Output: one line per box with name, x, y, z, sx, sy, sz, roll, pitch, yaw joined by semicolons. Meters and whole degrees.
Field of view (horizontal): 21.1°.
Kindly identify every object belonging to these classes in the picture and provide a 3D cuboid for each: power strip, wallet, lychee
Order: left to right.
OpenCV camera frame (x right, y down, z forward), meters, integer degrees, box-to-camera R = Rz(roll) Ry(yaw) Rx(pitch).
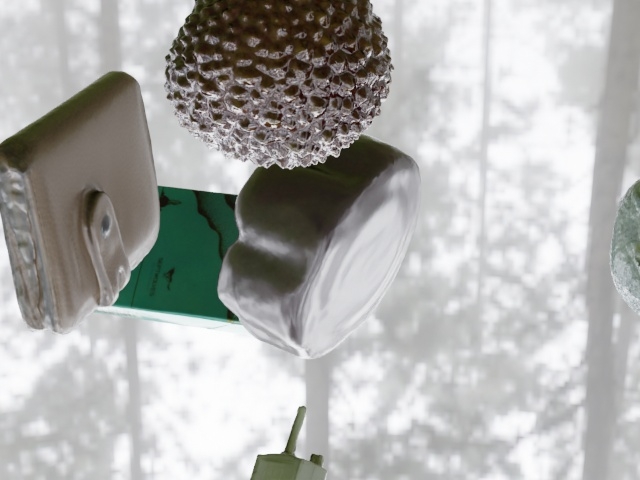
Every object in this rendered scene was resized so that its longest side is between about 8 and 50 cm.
wallet;-0.130;-0.022;0.957;0.039;0.118;0.152;0;-157;17
lychee;-0.031;-0.141;1.345;0.188;0.188;0.188;0;-149;0
power strip;-0.037;0.251;1.724;0.042;0.175;0.075;29;159;-37

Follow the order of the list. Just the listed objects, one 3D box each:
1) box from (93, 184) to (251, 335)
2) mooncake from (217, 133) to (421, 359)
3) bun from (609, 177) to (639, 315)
box;-0.167;0.017;1.971;0.226;0.042;0.160;7;-113;13
mooncake;0.000;0.000;1.773;0.133;0.245;0.245;22;-143;20
bun;0.287;0.004;1.308;0.141;0.140;0.083;15;176;24
